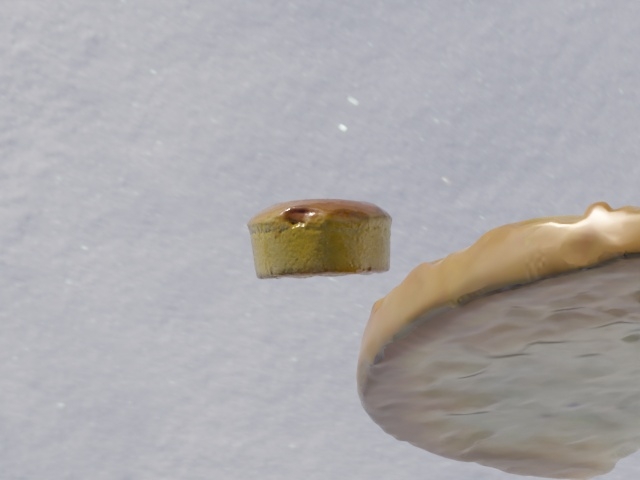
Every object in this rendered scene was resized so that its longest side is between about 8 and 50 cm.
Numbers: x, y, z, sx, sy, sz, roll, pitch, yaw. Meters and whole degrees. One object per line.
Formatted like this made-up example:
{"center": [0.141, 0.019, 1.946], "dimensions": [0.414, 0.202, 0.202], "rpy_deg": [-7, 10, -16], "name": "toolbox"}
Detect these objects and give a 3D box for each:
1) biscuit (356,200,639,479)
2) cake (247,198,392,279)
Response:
{"center": [0.123, 0.042, 0.680], "dimensions": [0.309, 0.204, 0.040], "rpy_deg": [136, 138, -56], "name": "biscuit"}
{"center": [0.000, 0.000, 0.877], "dimensions": [0.084, 0.084, 0.044], "rpy_deg": [-3, 86, 21], "name": "cake"}
